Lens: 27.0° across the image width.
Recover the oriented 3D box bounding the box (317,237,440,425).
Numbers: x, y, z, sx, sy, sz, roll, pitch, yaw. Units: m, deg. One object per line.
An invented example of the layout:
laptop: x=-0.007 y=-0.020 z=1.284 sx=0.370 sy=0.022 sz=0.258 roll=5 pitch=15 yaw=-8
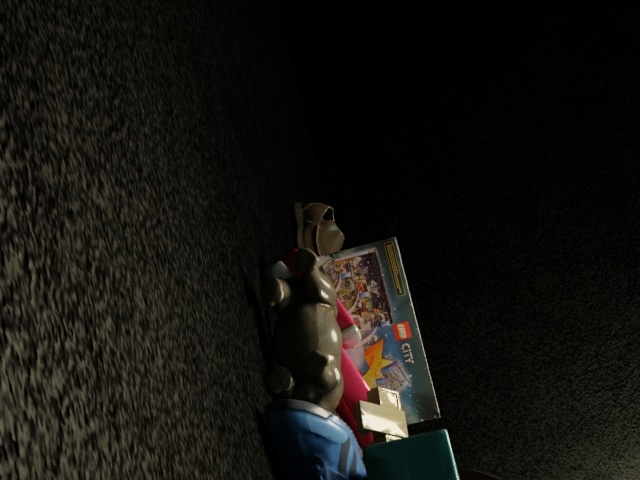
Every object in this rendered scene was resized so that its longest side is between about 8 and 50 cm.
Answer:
box: x=0.047 y=0.128 z=1.681 sx=0.044 sy=0.159 sz=0.233 roll=49 pitch=27 yaw=-84

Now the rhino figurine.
rhino figurine: x=-0.012 y=0.138 z=1.341 sx=0.106 sy=0.073 sz=0.243 roll=53 pitch=31 yaw=-72

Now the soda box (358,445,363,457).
soda box: x=0.035 y=0.256 z=1.788 sx=0.183 sy=0.062 sz=0.058 roll=73 pitch=4 yaw=-48

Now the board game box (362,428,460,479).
board game box: x=0.119 y=0.355 z=1.186 sx=0.254 sy=0.079 sz=0.336 roll=69 pitch=8 yaw=-73

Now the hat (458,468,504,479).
hat: x=0.126 y=0.432 z=1.586 sx=0.134 sy=0.331 sz=0.331 roll=17 pitch=46 yaw=-35

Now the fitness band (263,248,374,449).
fitness band: x=0.016 y=0.130 z=1.524 sx=0.291 sy=0.054 sz=0.209 roll=54 pitch=-9 yaw=48

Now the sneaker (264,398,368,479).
sneaker: x=0.000 y=0.225 z=1.223 sx=0.209 sy=0.069 sz=0.082 roll=64 pitch=31 yaw=-44

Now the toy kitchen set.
toy kitchen set: x=0.039 y=0.199 z=1.366 sx=0.068 sy=0.075 sz=0.083 roll=21 pitch=52 yaw=-43

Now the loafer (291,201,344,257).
loafer: x=0.000 y=0.000 z=2.200 sx=0.220 sy=0.078 sz=0.080 roll=-101 pitch=176 yaw=-51
